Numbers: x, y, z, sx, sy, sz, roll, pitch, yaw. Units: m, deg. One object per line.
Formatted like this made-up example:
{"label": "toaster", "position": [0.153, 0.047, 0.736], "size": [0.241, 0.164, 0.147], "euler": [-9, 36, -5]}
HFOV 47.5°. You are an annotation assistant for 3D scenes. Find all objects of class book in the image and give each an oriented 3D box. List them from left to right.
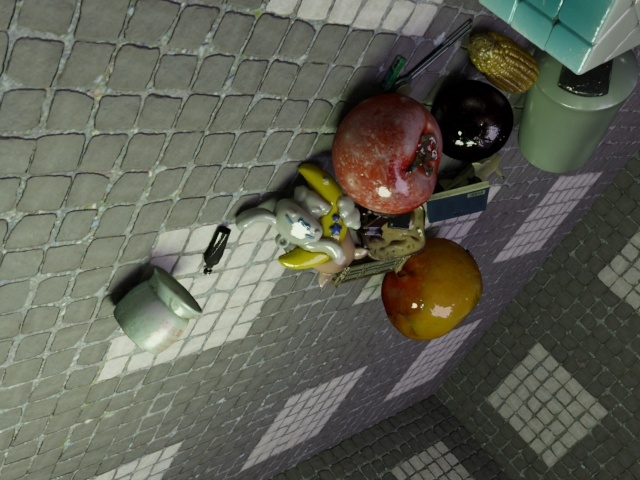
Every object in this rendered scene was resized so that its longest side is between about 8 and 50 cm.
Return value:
{"label": "book", "position": [0.422, -0.116, 2.244], "size": [0.190, 0.025, 0.269], "euler": [-13, 166, 7]}

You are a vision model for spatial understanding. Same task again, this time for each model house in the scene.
{"label": "model house", "position": [0.135, -0.109, 1.833], "size": [0.164, 0.141, 0.203], "euler": [-31, -150, 53]}

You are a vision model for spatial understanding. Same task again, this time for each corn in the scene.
{"label": "corn", "position": [0.462, -0.446, 1.832], "size": [0.321, 0.119, 0.119], "euler": [7, 126, -52]}

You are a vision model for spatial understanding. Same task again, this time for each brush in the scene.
{"label": "brush", "position": [0.261, -0.418, 1.685], "size": [0.266, 0.027, 0.062], "euler": [-42, 155, -1]}

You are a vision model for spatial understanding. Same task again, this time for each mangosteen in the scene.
{"label": "mangosteen", "position": [0.386, -0.313, 1.859], "size": [0.211, 0.211, 0.250], "euler": [-58, -179, 30]}

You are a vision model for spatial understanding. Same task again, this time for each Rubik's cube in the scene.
{"label": "Rubik's cube", "position": [0.580, -0.599, 1.526], "size": [0.318, 0.316, 0.322], "euler": [-29, 153, -26]}

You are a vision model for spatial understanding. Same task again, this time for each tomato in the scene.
{"label": "tomato", "position": [0.144, -0.195, 1.629], "size": [0.270, 0.227, 0.270], "euler": [-13, 105, -56]}

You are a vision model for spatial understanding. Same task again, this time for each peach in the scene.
{"label": "peach", "position": [0.368, 0.166, 2.440], "size": [0.372, 0.290, 0.373], "euler": [-31, 151, -19]}

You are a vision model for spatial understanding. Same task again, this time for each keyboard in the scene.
{"label": "keyboard", "position": [0.218, -0.129, 1.932], "size": [0.063, 0.010, 0.198], "euler": [7, 92, -14]}

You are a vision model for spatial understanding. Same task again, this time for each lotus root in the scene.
{"label": "lotus root", "position": [0.181, -0.050, 2.023], "size": [0.188, 0.199, 0.180], "euler": [-4, -173, -10]}

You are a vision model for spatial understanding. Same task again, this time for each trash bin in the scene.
{"label": "trash bin", "position": [0.721, -0.404, 2.085], "size": [0.280, 0.280, 0.432], "euler": [-37, 157, -12]}

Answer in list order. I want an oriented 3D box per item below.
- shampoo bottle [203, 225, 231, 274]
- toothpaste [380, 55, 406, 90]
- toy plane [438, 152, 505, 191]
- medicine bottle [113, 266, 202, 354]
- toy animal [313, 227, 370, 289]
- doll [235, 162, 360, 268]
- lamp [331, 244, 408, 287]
{"label": "shampoo bottle", "position": [-0.239, 0.026, 1.663], "size": [0.048, 0.027, 0.137], "euler": [-12, 141, -44]}
{"label": "toothpaste", "position": [0.162, -0.374, 1.625], "size": [0.020, 0.017, 0.083], "euler": [-8, 138, -46]}
{"label": "toy plane", "position": [0.472, -0.199, 2.257], "size": [0.256, 0.104, 0.242], "euler": [-25, 165, -20]}
{"label": "medicine bottle", "position": [-0.348, 0.150, 1.563], "size": [0.143, 0.147, 0.147], "euler": [-43, 155, -1]}
{"label": "toy animal", "position": [0.003, -0.001, 1.846], "size": [0.165, 0.149, 0.248], "euler": [-31, 145, 13]}
{"label": "doll", "position": [-0.035, -0.046, 1.676], "size": [0.252, 0.111, 0.237], "euler": [43, 86, -23]}
{"label": "lamp", "position": [0.140, 0.062, 2.188], "size": [0.325, 0.089, 0.090], "euler": [-10, 139, -48]}
